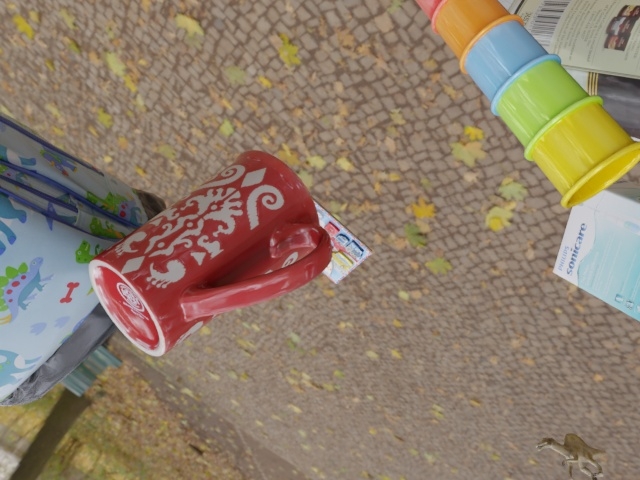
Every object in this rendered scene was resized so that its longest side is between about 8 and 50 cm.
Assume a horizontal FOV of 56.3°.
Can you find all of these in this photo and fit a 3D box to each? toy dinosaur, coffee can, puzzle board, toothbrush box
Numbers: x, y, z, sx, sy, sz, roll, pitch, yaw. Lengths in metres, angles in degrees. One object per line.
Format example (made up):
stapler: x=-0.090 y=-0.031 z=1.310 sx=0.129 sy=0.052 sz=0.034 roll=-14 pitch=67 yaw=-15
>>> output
toy dinosaur: x=0.503 y=0.412 z=1.140 sx=0.183 sy=0.093 sz=0.053 roll=14 pitch=131 yaw=-19
coffee can: x=0.381 y=-0.218 z=0.725 sx=0.275 sy=0.201 sz=0.202 roll=36 pitch=162 yaw=53
puzzle board: x=0.000 y=0.000 z=0.863 sx=0.128 sy=0.011 sz=0.096 roll=42 pitch=133 yaw=-3
toothbrush box: x=0.634 y=0.024 z=1.171 sx=0.295 sy=0.126 sz=0.217 roll=38 pitch=128 yaw=51

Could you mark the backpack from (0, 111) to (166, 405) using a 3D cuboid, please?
backpack: x=-0.337 y=0.003 z=0.514 sx=0.355 sy=0.290 sz=0.273 roll=46 pitch=-177 yaw=-37

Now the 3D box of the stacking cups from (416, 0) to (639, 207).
stacking cups: x=0.197 y=-0.186 z=0.628 sx=0.316 sy=0.096 sz=0.096 roll=58 pitch=155 yaw=19

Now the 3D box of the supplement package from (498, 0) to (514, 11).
supplement package: x=0.316 y=-0.424 z=0.970 sx=0.105 sy=0.179 sz=0.105 roll=33 pitch=-171 yaw=2

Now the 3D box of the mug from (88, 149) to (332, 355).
mug: x=-0.086 y=0.006 z=0.491 sx=0.150 sy=0.169 sz=0.113 roll=-17 pitch=106 yaw=53
